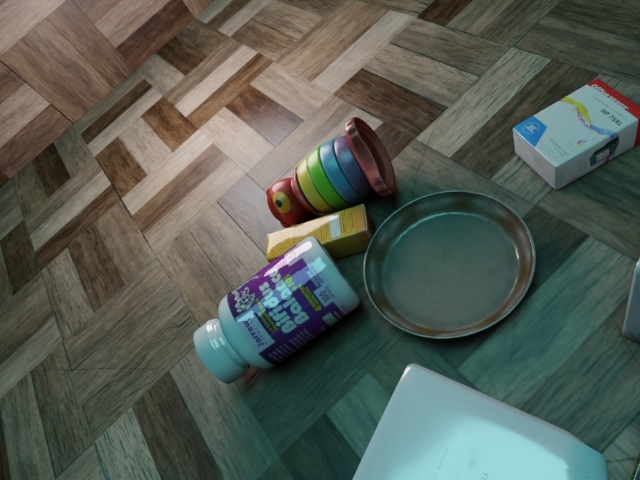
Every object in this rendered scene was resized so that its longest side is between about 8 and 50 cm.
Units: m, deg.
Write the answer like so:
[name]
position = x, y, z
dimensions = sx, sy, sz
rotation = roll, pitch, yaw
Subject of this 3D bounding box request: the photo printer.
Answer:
[photo printer]
position = 0.214, 0.346, 0.650
dimensions = 0.308, 0.107, 0.255
rotation = 18, 69, 36

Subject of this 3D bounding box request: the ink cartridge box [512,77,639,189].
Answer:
[ink cartridge box]
position = 0.508, -0.214, 0.886
dimensions = 0.231, 0.078, 0.134
rotation = -31, 50, 6

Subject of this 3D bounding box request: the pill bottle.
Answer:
[pill bottle]
position = -0.088, 0.140, 0.907
dimensions = 0.302, 0.169, 0.169
rotation = -36, 50, 2

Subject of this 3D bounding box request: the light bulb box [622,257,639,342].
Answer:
[light bulb box]
position = 0.644, 0.014, 0.568
dimensions = 0.361, 0.225, 0.357
rotation = 25, 73, 38

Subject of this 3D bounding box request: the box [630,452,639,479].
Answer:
[box]
position = 0.498, 0.321, 0.550
dimensions = 0.216, 0.060, 0.270
rotation = 20, 71, 35

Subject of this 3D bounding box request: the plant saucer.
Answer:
[plant saucer]
position = 0.235, 0.043, 0.879
dimensions = 0.311, 0.050, 0.310
rotation = -14, 55, 20

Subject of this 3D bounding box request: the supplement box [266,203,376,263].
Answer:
[supplement box]
position = 0.000, 0.000, 1.013
dimensions = 0.234, 0.078, 0.080
rotation = -18, 53, 16

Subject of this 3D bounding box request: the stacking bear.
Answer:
[stacking bear]
position = 0.005, -0.129, 1.048
dimensions = 0.289, 0.175, 0.164
rotation = -26, 6, 24
